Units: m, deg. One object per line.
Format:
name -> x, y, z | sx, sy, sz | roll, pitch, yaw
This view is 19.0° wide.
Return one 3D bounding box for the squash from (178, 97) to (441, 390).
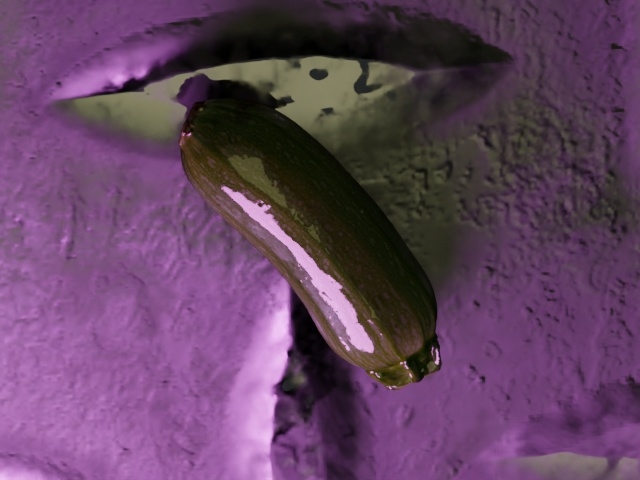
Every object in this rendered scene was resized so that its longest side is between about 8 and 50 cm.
squash -> 0.000, 0.000, 1.126 | 0.077, 0.068, 0.219 | -43, 108, -13
